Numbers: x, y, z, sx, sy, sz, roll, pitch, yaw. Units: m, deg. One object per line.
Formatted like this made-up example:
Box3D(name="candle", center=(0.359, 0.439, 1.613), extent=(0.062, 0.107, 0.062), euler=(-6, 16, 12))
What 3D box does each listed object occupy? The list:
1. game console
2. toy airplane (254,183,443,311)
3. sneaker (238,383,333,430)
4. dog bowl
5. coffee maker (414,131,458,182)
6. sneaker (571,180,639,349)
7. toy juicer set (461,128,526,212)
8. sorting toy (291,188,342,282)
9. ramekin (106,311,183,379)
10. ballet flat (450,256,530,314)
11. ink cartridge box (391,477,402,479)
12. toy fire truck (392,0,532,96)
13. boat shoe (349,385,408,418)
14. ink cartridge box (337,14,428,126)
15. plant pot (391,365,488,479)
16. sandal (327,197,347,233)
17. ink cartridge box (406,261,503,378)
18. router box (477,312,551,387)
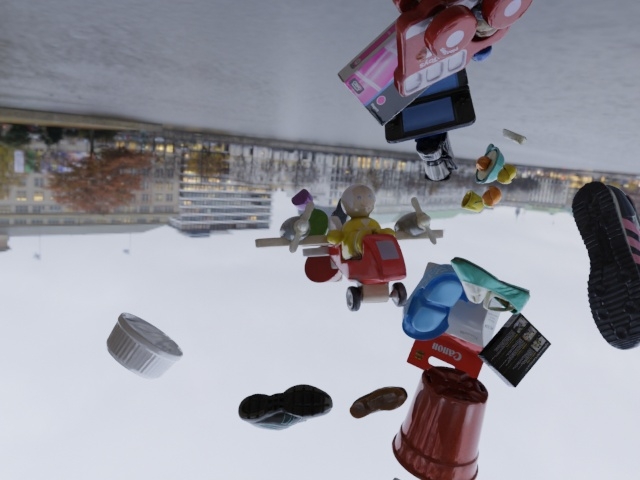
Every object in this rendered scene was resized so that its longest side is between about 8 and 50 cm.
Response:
Box3D(name="game console", center=(0.331, -0.479, 1.678), extent=(0.293, 0.173, 0.250), euler=(-11, -131, 17))
Box3D(name="toy airplane", center=(0.087, -0.013, 1.314), extent=(0.385, 0.272, 0.386), euler=(10, -161, 27))
Box3D(name="sneaker", center=(-0.092, 0.474, 1.457), extent=(0.268, 0.106, 0.101), euler=(-7, -138, 11))
Box3D(name="dog bowl", center=(0.375, 0.200, 1.705), extent=(0.166, 0.297, 0.074), euler=(18, -150, -17))
Box3D(name="coffee maker", center=(0.391, -0.315, 1.782), extent=(0.120, 0.171, 0.178), euler=(-15, 145, 15))
Box3D(name="sneaker", center=(0.571, 0.045, 0.966), extent=(0.131, 0.318, 0.112), euler=(10, 160, -27))
Box3D(name="toy juicer set", center=(0.581, -0.255, 1.730), extent=(0.090, 0.328, 0.209), euler=(24, 177, -8))
Box3D(name="sorting toy", center=(0.000, 0.000, 1.638), extent=(0.127, 0.365, 0.126), euler=(-30, 142, 13))
Box3D(name="ramekin", center=(-0.642, 0.386, 1.866), extent=(0.273, 0.127, 0.273), euler=(36, 174, 4))
Box3D(name="ballet flat", center=(0.405, 0.121, 1.249), extent=(0.247, 0.087, 0.083), euler=(24, 175, -22))
Box3D(name="ink cartridge box", center=(0.226, 0.653, 1.183), extent=(0.232, 0.189, 0.066), euler=(29, -146, 2))
Box3D(name="toy fire truck", center=(0.288, -0.448, 1.078), extent=(0.302, 0.169, 0.254), euler=(-27, 157, -2))
Box3D(name="boat shoe", center=(0.186, 0.500, 1.627), extent=(0.207, 0.073, 0.073), euler=(-26, 172, 30))
Box3D(name="ink cartridge box", center=(0.235, -0.460, 1.248), extent=(0.176, 0.371, 0.069), euler=(37, -161, -39))
Box3D(name="plant pot", center=(0.377, 0.547, 1.575), extent=(0.273, 0.264, 0.272), euler=(9, -164, -3))
Box3D(name="sandal", center=(0.069, -0.088, 1.870), extent=(0.067, 0.179, 0.040), euler=(21, -148, -8))
Box3D(name="ink cartridge box", center=(0.449, 0.289, 1.812), extent=(0.091, 0.384, 0.308), euler=(25, 175, -37))
Box3D(name="router box", center=(0.572, 0.322, 1.528), extent=(0.133, 0.179, 0.046), euler=(46, 168, 1))
